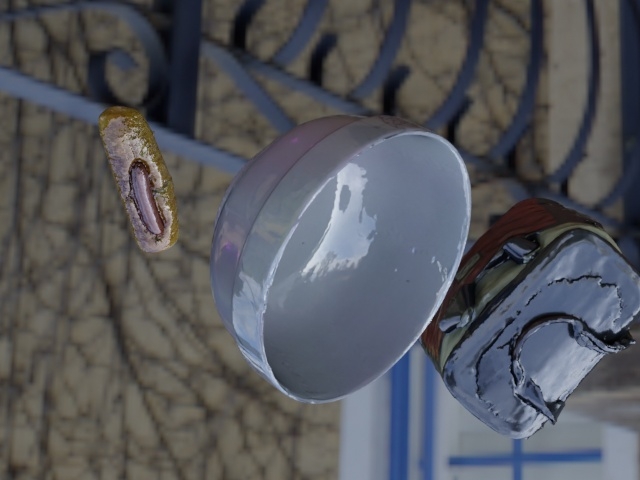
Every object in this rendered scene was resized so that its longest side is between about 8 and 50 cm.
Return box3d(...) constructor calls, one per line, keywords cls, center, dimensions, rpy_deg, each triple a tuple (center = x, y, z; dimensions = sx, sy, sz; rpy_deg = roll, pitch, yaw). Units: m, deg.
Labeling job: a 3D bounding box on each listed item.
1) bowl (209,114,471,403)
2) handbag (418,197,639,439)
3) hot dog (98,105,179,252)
box3d(cls="bowl", center=(0.000, 0.000, 1.539), dimensions=(0.143, 0.287, 0.287), rpy_deg=(30, -178, 34))
box3d(cls="handbag", center=(0.230, 0.080, 1.774), dimensions=(0.181, 0.254, 0.181), rpy_deg=(40, -174, -17))
box3d(cls="hot dog", center=(-0.205, -0.066, 1.859), dimensions=(0.066, 0.047, 0.216), rpy_deg=(-15, 132, -4))
